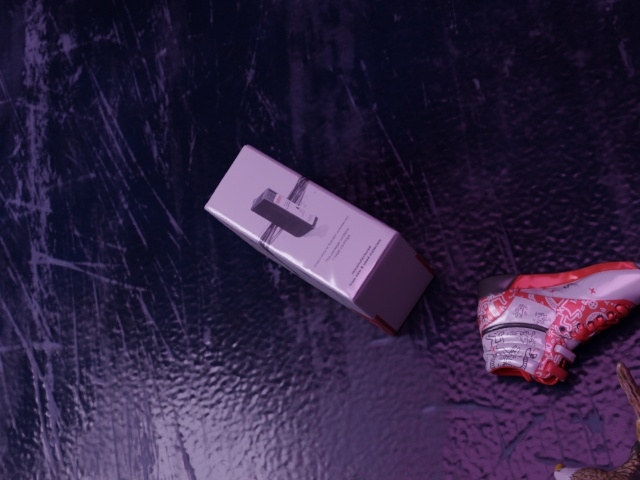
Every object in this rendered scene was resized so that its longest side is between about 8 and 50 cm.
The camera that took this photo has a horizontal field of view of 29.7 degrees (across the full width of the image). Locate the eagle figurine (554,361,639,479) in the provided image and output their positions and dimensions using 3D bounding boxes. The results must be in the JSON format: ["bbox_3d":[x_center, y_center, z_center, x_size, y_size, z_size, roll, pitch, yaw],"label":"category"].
[{"bbox_3d":[0.314,0.332,1.456,0.298,0.225,0.226,-39,77,-7],"label":"eagle figurine"}]

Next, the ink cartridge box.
[{"bbox_3d":[0.000,0.000,1.680,0.273,0.197,0.114,32,85,27],"label":"ink cartridge box"}]

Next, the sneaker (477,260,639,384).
[{"bbox_3d":[0.338,0.112,1.574,0.270,0.090,0.145,-7,70,22],"label":"sneaker"}]
